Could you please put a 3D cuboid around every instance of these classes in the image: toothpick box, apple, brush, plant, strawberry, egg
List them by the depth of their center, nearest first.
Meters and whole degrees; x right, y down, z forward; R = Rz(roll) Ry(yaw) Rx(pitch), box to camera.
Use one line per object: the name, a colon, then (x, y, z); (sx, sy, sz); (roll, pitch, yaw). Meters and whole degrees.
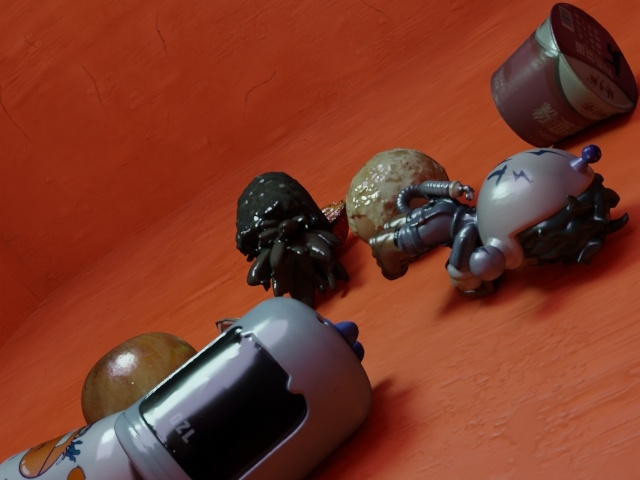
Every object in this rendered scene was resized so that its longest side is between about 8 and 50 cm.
toothpick box: (-0.081, 0.238, 1.338); (0.354, 0.263, 0.263); (-40, 15, -11)
apple: (-0.301, 0.293, 1.688); (0.253, 0.253, 0.253); (-35, 15, 11)
egg: (0.151, -0.078, 1.792); (0.195, 0.195, 0.233); (-24, 0, 41)
brush: (-0.120, 0.180, 1.895); (0.067, 0.072, 0.313); (-30, 11, -28)
plant: (-0.064, 0.005, 1.940); (0.181, 0.194, 0.321); (-46, 35, 20)
strawberry: (-0.003, 0.002, 2.090); (0.140, 0.085, 0.192); (-10, 40, 43)

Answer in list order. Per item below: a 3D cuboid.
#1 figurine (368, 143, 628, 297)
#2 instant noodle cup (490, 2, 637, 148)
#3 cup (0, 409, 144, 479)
figurine: (0.258, -0.016, 1.394); (0.382, 0.186, 0.261); (-19, 29, 39)
instant noodle cup: (0.437, -0.288, 1.735); (0.178, 0.235, 0.235); (-38, 11, 41)
cup: (-0.350, 0.397, 1.501); (0.317, 0.212, 0.212); (-26, 19, 31)
